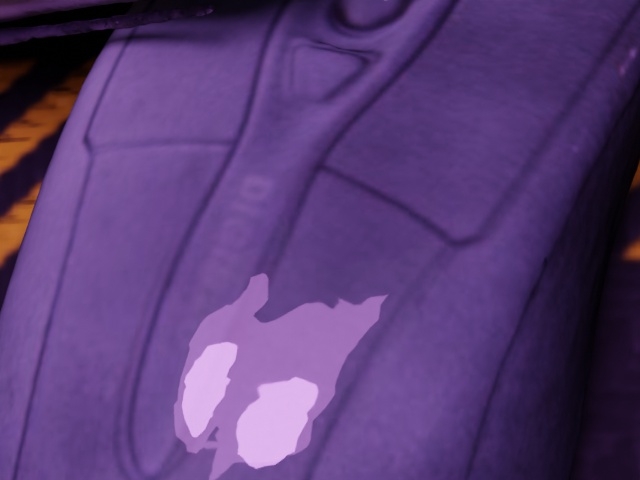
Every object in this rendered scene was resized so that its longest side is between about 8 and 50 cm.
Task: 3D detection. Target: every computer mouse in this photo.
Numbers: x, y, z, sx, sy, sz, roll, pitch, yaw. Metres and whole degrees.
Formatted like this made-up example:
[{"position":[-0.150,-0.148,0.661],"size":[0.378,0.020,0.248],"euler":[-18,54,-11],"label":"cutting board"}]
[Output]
[{"position":[0.000,0.000,0.536],"size":[0.188,0.122,0.371],"euler":[14,63,17],"label":"computer mouse"}]

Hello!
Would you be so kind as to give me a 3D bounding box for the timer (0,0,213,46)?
[{"position":[-0.064,-0.137,0.577],"size":[0.253,0.078,0.178],"euler":[0,35,43],"label":"timer"}]
